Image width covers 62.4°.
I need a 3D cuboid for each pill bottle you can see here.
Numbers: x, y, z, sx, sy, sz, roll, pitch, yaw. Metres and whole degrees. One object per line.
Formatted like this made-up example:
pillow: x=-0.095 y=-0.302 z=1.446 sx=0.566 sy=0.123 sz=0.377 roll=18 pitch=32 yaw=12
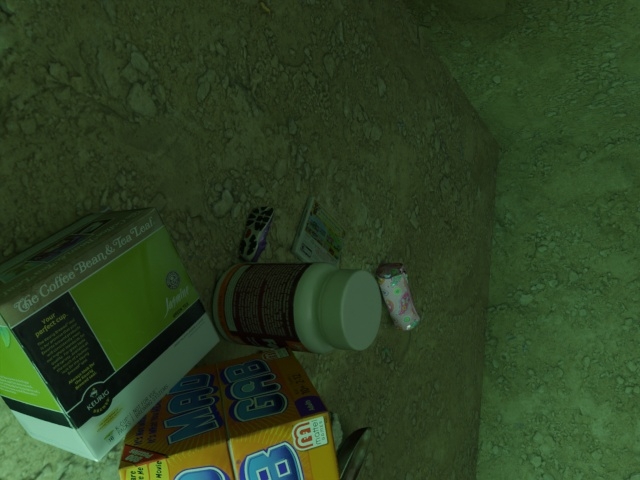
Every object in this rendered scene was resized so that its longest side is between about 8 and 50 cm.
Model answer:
pill bottle: x=-0.060 y=0.166 z=1.334 sx=0.224 sy=0.392 sz=0.224 roll=4 pitch=86 yaw=-55

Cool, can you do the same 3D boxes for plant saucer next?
plant saucer: x=0.083 y=0.751 z=1.734 sx=0.310 sy=0.050 sz=0.310 roll=-50 pitch=151 yaw=-42

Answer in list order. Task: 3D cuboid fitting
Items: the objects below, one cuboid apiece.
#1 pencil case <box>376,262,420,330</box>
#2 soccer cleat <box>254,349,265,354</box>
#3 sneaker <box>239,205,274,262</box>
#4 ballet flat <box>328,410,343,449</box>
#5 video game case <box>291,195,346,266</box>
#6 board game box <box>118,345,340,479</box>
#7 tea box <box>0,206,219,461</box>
pencil case: x=0.312 y=0.221 z=2.103 sx=0.124 sy=0.124 sz=0.284 roll=-48 pitch=127 yaw=-45
soccer cleat: x=-0.159 y=0.326 z=1.504 sx=0.083 sy=0.029 sz=0.035 roll=-15 pitch=105 yaw=-50
sneaker: x=-0.175 y=-0.017 z=1.483 sx=0.170 sy=0.068 sz=0.071 roll=-68 pitch=155 yaw=-17
ballet flat: x=-0.017 y=0.684 z=1.549 sx=0.409 sy=0.147 sz=0.147 roll=-57 pitch=133 yaw=-51
video game case: x=0.000 y=0.000 z=1.749 sx=0.227 sy=0.026 sz=0.206 roll=43 pitch=55 yaw=-44
board game box: x=-0.170 y=0.476 z=1.075 sx=0.356 sy=0.356 sz=0.356 roll=-12 pitch=100 yaw=-13
tea box: x=-0.417 y=0.152 z=0.976 sx=0.329 sy=0.220 sz=0.323 roll=-44 pitch=124 yaw=-47
